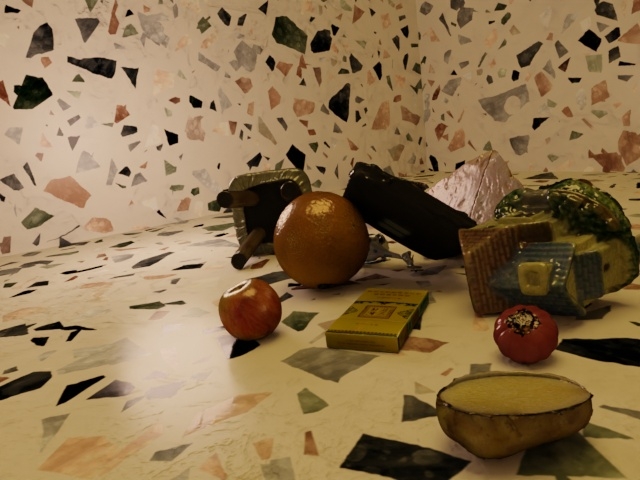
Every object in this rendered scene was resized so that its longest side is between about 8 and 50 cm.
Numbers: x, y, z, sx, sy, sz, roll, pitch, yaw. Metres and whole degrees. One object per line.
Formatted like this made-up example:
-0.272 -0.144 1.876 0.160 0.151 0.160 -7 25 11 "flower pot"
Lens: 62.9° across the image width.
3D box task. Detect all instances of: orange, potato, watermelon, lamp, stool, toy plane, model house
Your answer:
0.000 0.000 1.437 0.274 0.274 0.274 -6 12 1 "orange"
0.252 0.232 0.683 0.200 0.081 0.164 -7 4 -13 "potato"
0.503 -0.097 1.512 0.222 0.292 0.319 8 -37 -33 "watermelon"
0.357 0.162 0.911 0.107 0.092 0.107 -14 44 14 "lamp"
-0.179 -0.081 1.814 0.310 0.310 0.226 -8 12 7 "stool"
0.168 0.032 1.569 0.182 0.107 0.273 2 5 -25 "toy plane"
0.452 0.023 1.120 0.266 0.261 0.321 -19 11 -35 "model house"

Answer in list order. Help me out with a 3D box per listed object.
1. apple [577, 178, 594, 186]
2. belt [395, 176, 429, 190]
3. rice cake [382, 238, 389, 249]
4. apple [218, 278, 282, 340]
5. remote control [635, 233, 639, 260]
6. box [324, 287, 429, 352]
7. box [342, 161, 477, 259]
0.724 -0.052 1.559 0.254 0.179 0.346 -43 3 15 "apple"
0.294 -0.170 2.224 0.295 0.207 0.160 8 7 -4 "belt"
0.114 0.033 1.741 0.256 0.052 0.057 -13 43 -26 "rice cake"
-0.152 0.157 1.156 0.146 0.146 0.146 -6 12 1 "apple"
0.860 0.021 1.325 0.032 0.074 0.122 -13 12 -38 "remote control"
0.133 0.166 1.143 0.153 0.041 0.279 0 14 24 "box"
0.226 -0.071 1.401 0.359 0.091 0.350 29 -9 1 "box"
